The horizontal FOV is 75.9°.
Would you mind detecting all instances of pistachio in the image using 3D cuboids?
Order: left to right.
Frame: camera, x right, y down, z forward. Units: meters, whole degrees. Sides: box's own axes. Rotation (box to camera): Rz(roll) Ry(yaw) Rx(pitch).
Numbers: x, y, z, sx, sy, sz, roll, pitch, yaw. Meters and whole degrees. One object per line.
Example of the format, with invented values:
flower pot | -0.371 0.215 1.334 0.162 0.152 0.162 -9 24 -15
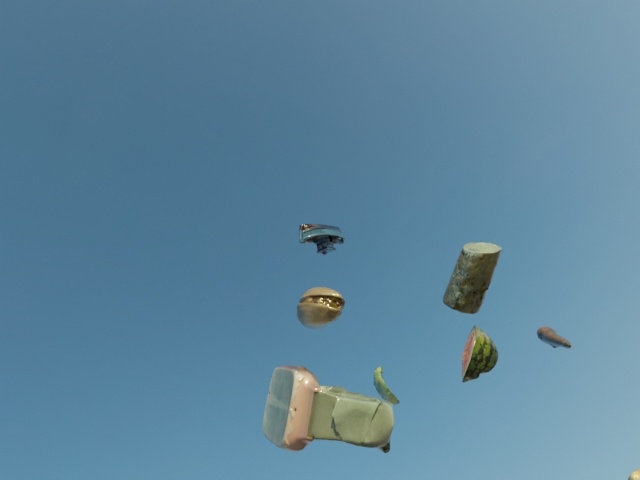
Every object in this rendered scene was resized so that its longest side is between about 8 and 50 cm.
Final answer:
pistachio | 0.000 0.197 1.188 0.124 0.184 0.125 11 -108 -36

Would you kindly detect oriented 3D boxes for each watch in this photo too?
watch | 0.026 0.362 0.870 0.241 0.253 0.162 15 -106 -20

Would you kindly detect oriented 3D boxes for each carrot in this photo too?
carrot | 0.613 0.258 1.073 0.049 0.049 0.254 -56 -17 5

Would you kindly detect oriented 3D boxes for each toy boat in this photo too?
toy boat | 0.000 0.000 1.366 0.223 0.100 0.097 3 -109 -54

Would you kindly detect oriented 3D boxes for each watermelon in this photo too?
watermelon | 0.376 0.258 0.951 0.163 0.068 0.087 -48 -26 -56

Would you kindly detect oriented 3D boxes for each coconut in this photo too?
coconut | 0.242 0.564 1.601 0.055 0.158 0.133 -26 -81 -9

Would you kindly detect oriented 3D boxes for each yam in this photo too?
yam | 0.418 0.096 1.130 0.107 0.107 0.194 4 -70 -30

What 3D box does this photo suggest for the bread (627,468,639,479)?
bread | 0.841 0.642 1.036 0.082 0.106 0.125 -24 -59 -11
